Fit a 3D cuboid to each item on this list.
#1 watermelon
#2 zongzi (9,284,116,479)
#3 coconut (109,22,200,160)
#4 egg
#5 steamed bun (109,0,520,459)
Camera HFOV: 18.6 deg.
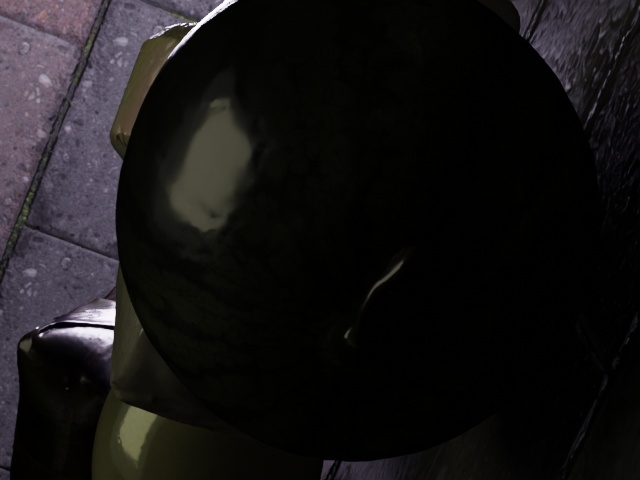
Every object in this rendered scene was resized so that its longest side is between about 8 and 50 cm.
[{"bbox_3d":[0.020,-0.017,1.125,0.359,0.279,0.279,-90,23,-66],"label":"watermelon"},{"bbox_3d":[-0.229,0.216,2.418,0.432,0.208,0.403,-48,-25,-57],"label":"zongzi"},{"bbox_3d":[-0.101,-0.095,1.645,0.147,0.147,0.152,139,150,-70],"label":"coconut"},{"bbox_3d":[-0.094,0.187,1.601,0.188,0.189,0.253,-179,100,-80],"label":"egg"},{"bbox_3d":[-0.018,-0.033,1.465,0.236,0.247,0.383,158,131,-74],"label":"steamed bun"}]
